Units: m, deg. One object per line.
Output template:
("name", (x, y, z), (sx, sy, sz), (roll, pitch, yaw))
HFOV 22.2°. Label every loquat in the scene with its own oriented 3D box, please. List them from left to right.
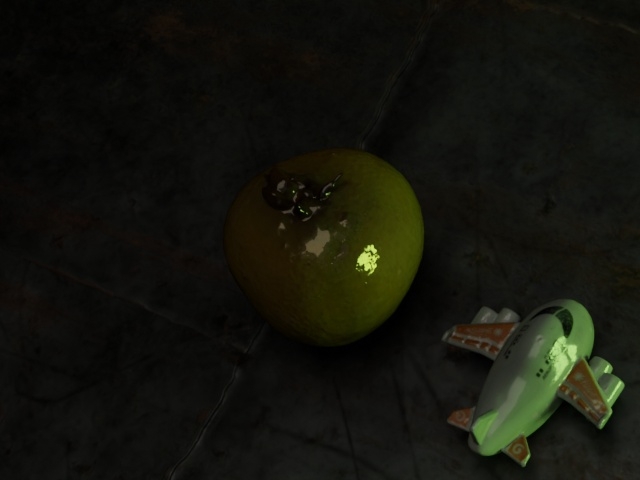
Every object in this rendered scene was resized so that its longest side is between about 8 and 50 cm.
("loquat", (0.000, 0.000, 2.175), (0.275, 0.275, 0.275), (-7, 60, 12))

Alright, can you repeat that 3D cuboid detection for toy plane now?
("toy plane", (0.265, 0.173, 2.088), (0.244, 0.117, 0.245), (-8, 59, 13))
